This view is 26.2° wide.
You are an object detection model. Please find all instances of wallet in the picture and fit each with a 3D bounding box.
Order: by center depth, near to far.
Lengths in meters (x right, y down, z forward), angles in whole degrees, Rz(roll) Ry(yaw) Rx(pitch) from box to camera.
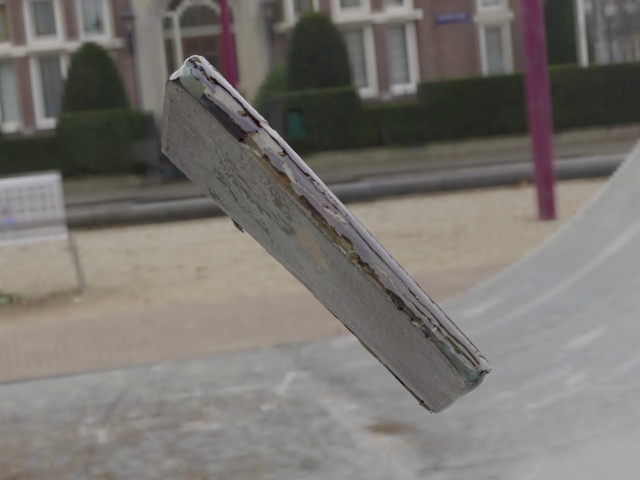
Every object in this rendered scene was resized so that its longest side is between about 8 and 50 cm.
[{"bbox_3d":[0.000,0.000,0.757,0.031,0.232,0.122,-43,-7,-15],"label":"wallet"}]
